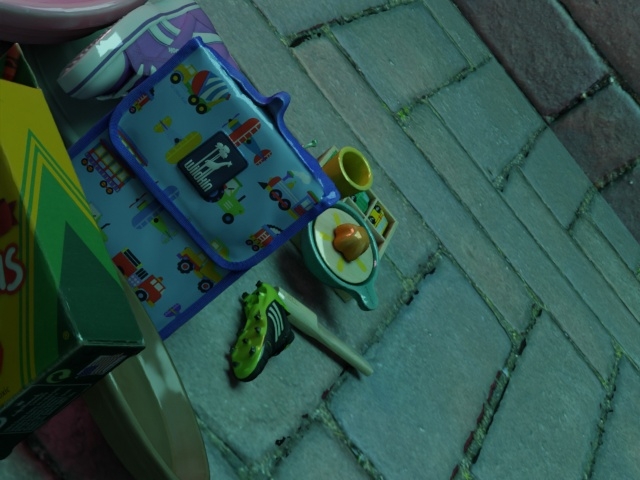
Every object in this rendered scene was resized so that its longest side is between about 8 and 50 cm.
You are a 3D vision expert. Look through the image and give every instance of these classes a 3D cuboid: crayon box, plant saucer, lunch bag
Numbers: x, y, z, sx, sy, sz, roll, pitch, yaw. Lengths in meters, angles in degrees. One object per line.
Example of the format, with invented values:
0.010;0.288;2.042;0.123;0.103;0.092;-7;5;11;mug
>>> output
-0.295;0.004;1.017;0.081;0.202;0.318;9;48;-55;crayon box
-0.207;-0.198;1.529;0.400;0.100;0.400;38;29;-26;plant saucer
-0.183;0.124;1.123;0.278;0.041;0.278;-26;90;-88;plant saucer
-0.134;-0.063;1.258;0.221;0.293;0.138;49;26;-7;lunch bag
-0.350;-0.335;1.365;0.332;0.084;0.332;13;43;-12;plant saucer

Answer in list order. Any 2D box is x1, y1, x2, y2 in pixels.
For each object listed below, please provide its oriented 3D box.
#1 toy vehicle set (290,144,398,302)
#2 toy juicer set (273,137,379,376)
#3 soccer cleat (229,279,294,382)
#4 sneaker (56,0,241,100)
0.029;-0.031;1.783;0.166;0.035;0.267;49;26;-8;toy vehicle set
0.000;0.000;1.579;0.209;0.089;0.329;20;54;-40;toy juicer set
-0.064;0.116;1.421;0.072;0.060;0.179;45;24;-20;soccer cleat
-0.174;-0.186;1.358;0.161;0.102;0.282;53;34;-5;sneaker
